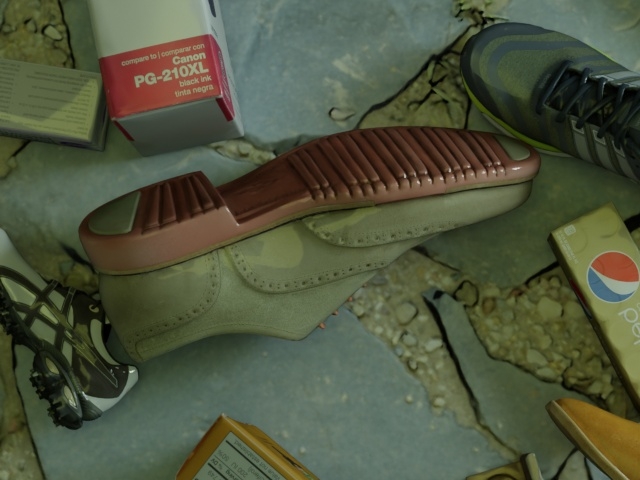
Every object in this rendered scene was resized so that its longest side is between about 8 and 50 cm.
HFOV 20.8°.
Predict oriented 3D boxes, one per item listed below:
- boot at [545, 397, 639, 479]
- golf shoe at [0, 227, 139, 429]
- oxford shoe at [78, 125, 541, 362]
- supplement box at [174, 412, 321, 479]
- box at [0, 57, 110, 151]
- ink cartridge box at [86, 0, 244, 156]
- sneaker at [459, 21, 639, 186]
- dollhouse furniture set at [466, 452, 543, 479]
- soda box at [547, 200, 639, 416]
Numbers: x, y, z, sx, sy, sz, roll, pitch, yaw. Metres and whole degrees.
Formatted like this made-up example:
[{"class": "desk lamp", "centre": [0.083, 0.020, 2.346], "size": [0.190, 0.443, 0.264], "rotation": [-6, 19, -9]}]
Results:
[{"class": "boot", "centre": [0.353, 0.157, 1.416], "size": [0.295, 0.104, 0.211], "rotation": [38, 92, 0]}, {"class": "golf shoe", "centre": [-0.232, 0.064, 1.525], "size": [0.094, 0.077, 0.198], "rotation": [-28, 86, -15]}, {"class": "oxford shoe", "centre": [0.000, 0.000, 1.504], "size": [0.397, 0.140, 0.146], "rotation": [-12, 113, -3]}, {"class": "supplement box", "centre": [-0.010, 0.245, 1.451], "size": [0.233, 0.078, 0.080], "rotation": [40, 91, 23]}, {"class": "box", "centre": [-0.349, -0.137, 1.555], "size": [0.324, 0.063, 0.067], "rotation": [8, 85, 5]}, {"class": "ink cartridge box", "centre": [-0.142, -0.208, 1.496], "size": [0.100, 0.172, 0.237], "rotation": [-12, 82, 2]}, {"class": "sneaker", "centre": [0.258, -0.107, 1.483], "size": [0.300, 0.121, 0.111], "rotation": [26, 85, 7]}, {"class": "dollhouse furniture set", "centre": [0.125, 0.267, 1.442], "size": [0.151, 0.123, 0.144], "rotation": [-18, 82, 1]}, {"class": "soda box", "centre": [0.263, 0.062, 1.493], "size": [0.061, 0.058, 0.181], "rotation": [-27, 81, 0]}]
